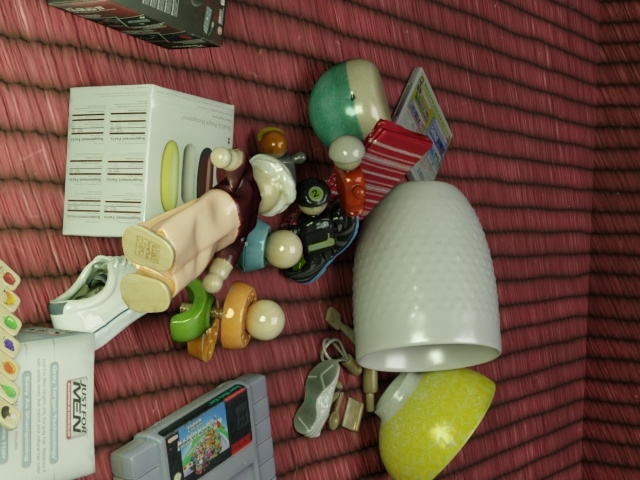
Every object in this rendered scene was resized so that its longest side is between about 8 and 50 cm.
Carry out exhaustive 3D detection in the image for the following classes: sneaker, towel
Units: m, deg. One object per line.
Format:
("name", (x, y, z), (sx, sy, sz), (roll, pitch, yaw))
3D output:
("sneaker", (-0.003, 0.291, 2.170), (0.152, 0.053, 0.061), (-66, 150, -18))
("towel", (0.067, -0.100, 2.104), (0.275, 0.031, 0.199), (-46, 155, 20))
("sneaker", (-0.277, 0.059, 1.646), (0.258, 0.094, 0.091), (-47, 130, -49))
("sneaker", (0.000, 0.000, 2.061), (0.078, 0.067, 0.188), (14, 119, -50))

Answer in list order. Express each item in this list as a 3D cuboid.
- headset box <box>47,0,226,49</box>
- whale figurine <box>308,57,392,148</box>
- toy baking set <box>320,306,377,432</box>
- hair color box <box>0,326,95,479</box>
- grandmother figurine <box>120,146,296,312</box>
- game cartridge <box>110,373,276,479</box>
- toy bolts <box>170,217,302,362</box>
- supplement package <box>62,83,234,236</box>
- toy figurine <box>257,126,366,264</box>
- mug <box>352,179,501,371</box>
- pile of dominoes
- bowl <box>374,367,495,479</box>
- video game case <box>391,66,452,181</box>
("headset box", (-0.252, -0.403, 1.632), (0.293, 0.110, 0.218), (11, 82, -59))
("whale figurine", (0.058, -0.227, 2.169), (0.272, 0.141, 0.216), (35, 42, -80))
("toy baking set", (0.057, 0.251, 2.277), (0.196, 0.030, 0.256), (-5, 97, -59))
("hair color box", (-0.430, 0.213, 1.387), (0.374, 0.113, 0.185), (-3, 94, -58))
("grandmother figurine", (-0.137, -0.035, 1.585), (0.342, 0.104, 0.208), (-38, 151, -54))
("game cartridge", (-0.187, 0.368, 1.861), (0.355, 0.068, 0.230), (-26, 119, -55))
("toy bolts", (-0.115, 0.079, 1.801), (0.218, 0.158, 0.229), (82, 17, -63))
("supplement package", (-0.236, -0.101, 1.646), (0.194, 0.149, 0.203), (4, 88, -59))
("toy figurine", (-0.040, -0.083, 1.915), (0.213, 0.209, 0.148), (-53, 147, -42))
("mug", (0.224, 0.076, 2.295), (0.374, 0.276, 0.328), (20, 62, -51))
("pile of dominoes", (-0.409, 0.077, 1.326), (0.196, 0.040, 0.251), (30, 37, -39))
("bowl", (0.202, 0.348, 2.374), (0.156, 0.289, 0.289), (40, 46, -2))
("video game case", (0.211, -0.225, 2.500), (0.212, 0.023, 0.193), (58, 45, -42))
